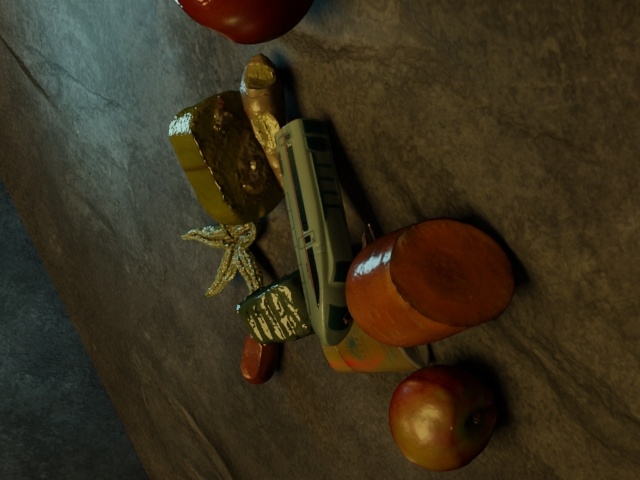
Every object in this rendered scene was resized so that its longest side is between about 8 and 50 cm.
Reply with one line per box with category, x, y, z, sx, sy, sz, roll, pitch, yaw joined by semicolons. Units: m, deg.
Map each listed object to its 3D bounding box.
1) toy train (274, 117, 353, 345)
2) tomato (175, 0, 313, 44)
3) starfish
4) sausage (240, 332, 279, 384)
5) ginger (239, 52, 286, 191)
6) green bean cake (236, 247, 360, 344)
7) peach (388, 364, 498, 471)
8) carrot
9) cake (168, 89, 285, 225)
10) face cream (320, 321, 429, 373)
toy train;0.005;-0.018;1.617;0.088;0.086;0.407;-27;68;46
tomato;-0.129;-0.468;1.482;0.226;0.298;0.299;-45;69;22
starfish;-0.215;-0.003;2.081;0.357;0.078;0.347;25;131;47
sausage;-0.143;0.270;2.154;0.089;0.089;0.179;37;129;39
ginger;-0.089;-0.212;1.741;0.131;0.086;0.295;-114;6;-71
green bean cake;-0.027;0.106;1.748;0.227;0.222;0.125;-17;102;55
peach;0.204;0.304;1.561;0.197;0.197;0.197;35;137;40
carrot;0.141;0.075;1.481;0.214;0.193;0.331;33;156;-10
cake;-0.173;-0.166;1.811;0.156;0.179;0.261;0;118;60
face cream;0.092;0.195;1.762;0.285;0.067;0.139;-16;102;59
